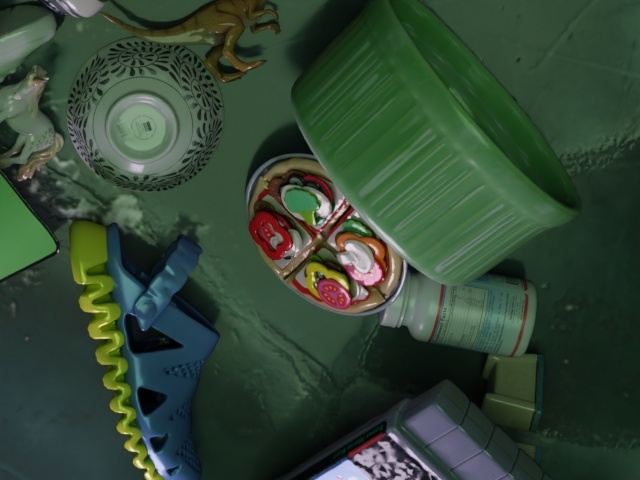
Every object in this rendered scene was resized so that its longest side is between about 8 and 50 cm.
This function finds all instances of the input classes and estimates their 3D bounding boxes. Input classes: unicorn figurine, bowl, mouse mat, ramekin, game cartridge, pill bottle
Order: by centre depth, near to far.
[{"bbox_3d":[0.109,-0.098,1.818,0.148,0.303,0.303,-40,103,15],"label":"ramekin"},{"bbox_3d":[-0.316,-0.128,1.883,0.111,0.162,0.060,-30,67,1],"label":"unicorn figurine"},{"bbox_3d":[-0.186,-0.126,1.904,0.170,0.080,0.170,-1,103,-3],"label":"bowl"},{"bbox_3d":[-0.373,-0.039,1.911,0.153,0.007,0.189,-23,111,40],"label":"mouse mat"},{"bbox_3d":[0.084,0.304,1.952,0.230,0.068,0.355,41,130,-15],"label":"game cartridge"},{"bbox_3d":[0.148,0.073,1.965,0.160,0.087,0.087,10,104,-4],"label":"pill bottle"}]

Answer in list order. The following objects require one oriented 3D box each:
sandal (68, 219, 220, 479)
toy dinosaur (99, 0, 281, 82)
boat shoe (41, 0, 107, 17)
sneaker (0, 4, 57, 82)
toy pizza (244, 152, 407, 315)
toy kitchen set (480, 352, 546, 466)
[{"bbox_3d":[-0.171,0.119,1.950,0.138,0.126,0.317,-14,106,-3],"label":"sandal"},{"bbox_3d":[-0.114,-0.221,1.899,0.212,0.064,0.112,-23,90,-10],"label":"toy dinosaur"},{"bbox_3d":[-0.377,-0.326,1.834,0.158,0.127,0.340,-40,95,14],"label":"boat shoe"},{"bbox_3d":[-0.359,-0.171,1.897,0.212,0.080,0.094,-24,117,9],"label":"sneaker"},{"bbox_3d":[0.000,0.000,1.908,0.201,0.032,0.201,21,133,25],"label":"toy pizza"},{"bbox_3d":[0.225,0.252,2.028,0.122,0.166,0.207,9,140,-1],"label":"toy kitchen set"}]
